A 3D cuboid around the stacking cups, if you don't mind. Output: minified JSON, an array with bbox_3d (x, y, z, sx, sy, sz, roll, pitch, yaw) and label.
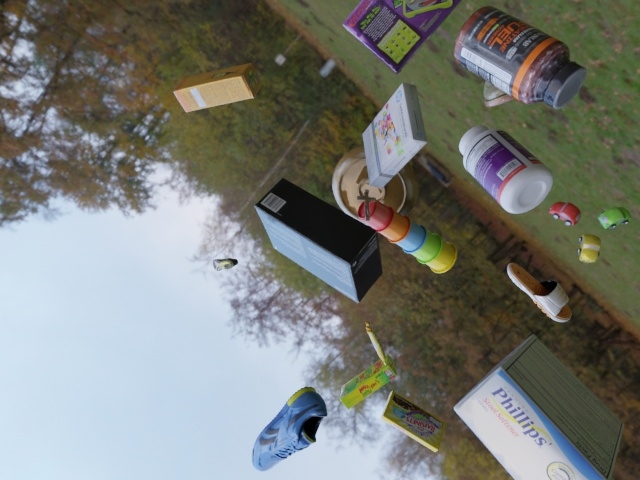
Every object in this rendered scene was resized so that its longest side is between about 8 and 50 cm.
[{"bbox_3d":[0.223,-0.012,1.389,0.316,0.096,0.096,27,-161,-30],"label":"stacking cups"}]

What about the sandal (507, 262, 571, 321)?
[{"bbox_3d":[0.716,0.157,1.683,0.265,0.076,0.102,39,-135,-3],"label":"sandal"}]

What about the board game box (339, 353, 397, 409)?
[{"bbox_3d":[0.144,0.425,1.587,0.043,0.181,0.092,51,-169,-3],"label":"board game box"}]

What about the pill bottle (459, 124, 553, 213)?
[{"bbox_3d":[0.599,-0.247,1.744,0.182,0.181,0.322,31,-158,-43],"label":"pill bottle"}]

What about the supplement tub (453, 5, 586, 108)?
[{"bbox_3d":[0.319,-0.289,0.843,0.198,0.106,0.106,44,-169,29],"label":"supplement tub"}]

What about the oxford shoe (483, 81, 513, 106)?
[{"bbox_3d":[0.558,-0.525,1.623,0.146,0.141,0.397,61,-150,-21],"label":"oxford shoe"}]

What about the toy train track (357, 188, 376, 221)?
[{"bbox_3d":[0.112,-0.086,1.257,0.048,0.083,0.014,4,159,-11],"label":"toy train track"}]

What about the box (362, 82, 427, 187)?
[{"bbox_3d":[0.155,-0.222,1.140,0.038,0.186,0.145,6,-116,-24],"label":"box"}]

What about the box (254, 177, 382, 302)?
[{"bbox_3d":[0.000,0.000,1.160,0.261,0.103,0.184,32,157,25],"label":"box"}]

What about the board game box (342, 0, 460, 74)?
[{"bbox_3d":[0.250,-0.653,1.425,0.208,0.347,0.056,43,-168,-1],"label":"board game box"}]

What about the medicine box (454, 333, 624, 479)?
[{"bbox_3d":[0.464,0.370,1.106,0.263,0.149,0.289,49,-151,21],"label":"medicine box"}]

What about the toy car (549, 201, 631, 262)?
[{"bbox_3d":[0.900,-0.062,1.709,0.053,0.225,0.238,71,180,-62],"label":"toy car"}]

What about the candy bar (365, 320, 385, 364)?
[{"bbox_3d":[0.151,0.275,1.414,0.040,0.018,0.161,-101,-12,-50],"label":"candy bar"}]

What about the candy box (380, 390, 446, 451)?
[{"bbox_3d":[0.303,0.586,1.710,0.206,0.027,0.105,31,-132,3],"label":"candy box"}]

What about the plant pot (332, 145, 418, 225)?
[{"bbox_3d":[0.140,-0.138,1.408,0.236,0.236,0.032,42,-147,-4],"label":"plant pot"}]

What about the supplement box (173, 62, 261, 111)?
[{"bbox_3d":[-0.284,-0.422,1.459,0.080,0.234,0.078,61,-145,-38],"label":"supplement box"}]

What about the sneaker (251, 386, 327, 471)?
[{"bbox_3d":[-0.061,0.385,1.022,0.069,0.209,0.082,27,-166,-39],"label":"sneaker"}]

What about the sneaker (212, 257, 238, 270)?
[{"bbox_3d":[-0.242,0.060,1.339,0.083,0.031,0.035,2,-167,42],"label":"sneaker"}]
